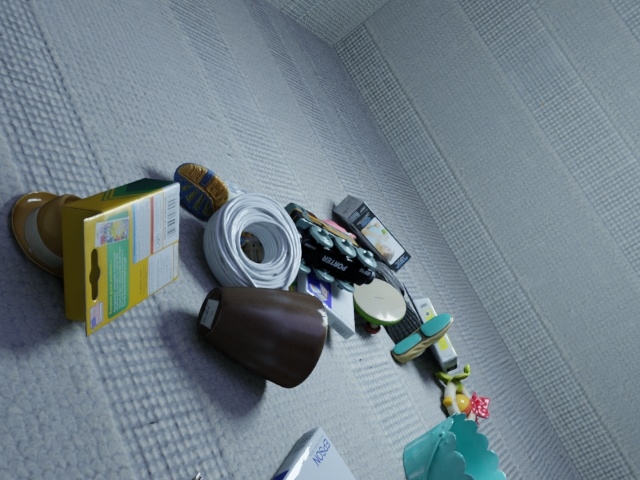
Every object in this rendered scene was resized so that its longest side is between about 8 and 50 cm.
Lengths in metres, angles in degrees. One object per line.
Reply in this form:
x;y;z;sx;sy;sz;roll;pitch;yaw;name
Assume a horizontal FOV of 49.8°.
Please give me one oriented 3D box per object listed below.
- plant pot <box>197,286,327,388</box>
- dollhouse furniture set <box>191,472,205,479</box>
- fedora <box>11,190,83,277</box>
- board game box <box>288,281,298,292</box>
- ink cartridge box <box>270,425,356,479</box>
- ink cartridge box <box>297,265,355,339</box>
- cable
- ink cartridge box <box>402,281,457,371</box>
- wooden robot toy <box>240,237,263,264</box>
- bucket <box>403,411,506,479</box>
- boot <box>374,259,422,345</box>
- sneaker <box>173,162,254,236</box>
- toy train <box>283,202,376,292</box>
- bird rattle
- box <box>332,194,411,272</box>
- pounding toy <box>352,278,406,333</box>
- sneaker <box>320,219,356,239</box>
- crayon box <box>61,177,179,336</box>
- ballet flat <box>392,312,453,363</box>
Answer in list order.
-0.141;0.188;1.490;0.230;0.215;0.215;23;36;-30;plant pot
-0.172;0.455;1.166;0.114;0.081;0.091;53;22;-8;dollhouse furniture set
-0.459;-0.024;1.243;0.194;0.079;0.194;44;25;-27;fedora
-0.010;0.179;1.961;0.259;0.039;0.124;13;46;-63;board game box
0.021;0.594;1.400;0.330;0.071;0.324;54;21;0;ink cartridge box
0.016;0.147;1.952;0.206;0.045;0.208;43;25;-24;ink cartridge box
-0.161;0.016;1.679;0.257;0.089;0.257;46;50;-16;cable
0.398;0.307;2.459;0.303;0.072;0.308;54;14;-69;ink cartridge box
-0.190;0.027;1.774;0.173;0.079;0.076;-7;97;-41;wooden robot toy
0.371;0.640;1.912;0.281;0.183;0.281;44;24;-26;bucket
0.272;0.221;2.400;0.338;0.118;0.222;62;15;0;boot
-0.270;-0.114;1.773;0.296;0.112;0.131;39;10;-40;sneaker
0.015;0.020;1.915;0.333;0.142;0.190;26;22;-38;toy train
0.489;0.568;2.407;0.254;0.143;0.207;64;31;-15;bird rattle
0.188;-0.025;2.507;0.290;0.087;0.169;48;-5;-21;box
0.143;0.210;2.186;0.236;0.110;0.183;25;37;0;pounding toy
0.000;0.000;2.176;0.136;0.116;0.314;43;17;10;sneaker
-0.363;0.016;1.239;0.323;0.083;0.203;-44;140;-69;crayon box
0.341;0.322;2.258;0.073;0.232;0.080;58;0;-35;ballet flat
